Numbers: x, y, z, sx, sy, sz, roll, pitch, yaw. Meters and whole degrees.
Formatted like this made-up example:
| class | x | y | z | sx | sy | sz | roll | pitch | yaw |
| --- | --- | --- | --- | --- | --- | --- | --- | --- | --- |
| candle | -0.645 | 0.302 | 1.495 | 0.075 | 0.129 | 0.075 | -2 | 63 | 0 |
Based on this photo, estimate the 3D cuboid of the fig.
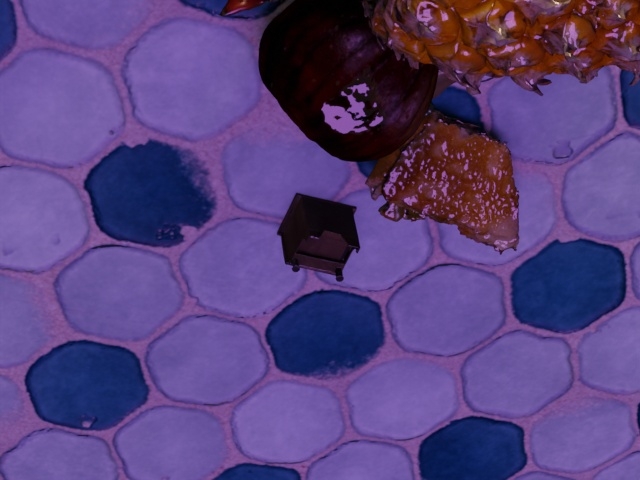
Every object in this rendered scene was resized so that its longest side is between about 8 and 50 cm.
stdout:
| class | x | y | z | sx | sy | sz | roll | pitch | yaw |
| --- | --- | --- | --- | --- | --- | --- | --- | --- | --- |
| fig | 0.063 | -0.211 | 1.794 | 0.249 | 0.186 | 0.204 | -39 | 108 | 14 |

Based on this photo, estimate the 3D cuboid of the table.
| class | x | y | z | sx | sy | sz | roll | pitch | yaw |
| --- | --- | --- | --- | --- | --- | --- | --- | --- | --- |
| table | 0.000 | 0.000 | 2.025 | 0.083 | 0.082 | 0.070 | 13 | 127 | -19 |

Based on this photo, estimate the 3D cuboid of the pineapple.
| class | x | y | z | sx | sy | sz | roll | pitch | yaw |
| --- | --- | --- | --- | --- | --- | --- | --- | --- | --- |
| pineapple | 0.192 | -0.318 | 1.627 | 0.300 | 0.352 | 0.352 | 1 | 131 | -5 |

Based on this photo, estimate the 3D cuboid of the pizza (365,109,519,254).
| class | x | y | z | sx | sy | sz | roll | pitch | yaw |
| --- | --- | --- | --- | --- | --- | --- | --- | --- | --- |
| pizza | 0.166 | -0.077 | 2.001 | 0.226 | 0.069 | 0.147 | 16 | 105 | -26 |

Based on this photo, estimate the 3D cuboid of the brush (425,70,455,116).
| class | x | y | z | sx | sy | sz | roll | pitch | yaw |
| --- | --- | --- | --- | --- | --- | --- | --- | --- | --- |
| brush | 0.140 | -0.189 | 1.910 | 0.282 | 0.048 | 0.054 | -30 | 132 | 15 |

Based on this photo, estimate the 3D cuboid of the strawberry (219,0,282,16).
| class | x | y | z | sx | sy | sz | roll | pitch | yaw |
| --- | --- | --- | --- | --- | --- | --- | --- | --- | --- |
| strawberry | -0.052 | -0.352 | 1.652 | 0.098 | 0.174 | 0.228 | 16 | 128 | -10 |
